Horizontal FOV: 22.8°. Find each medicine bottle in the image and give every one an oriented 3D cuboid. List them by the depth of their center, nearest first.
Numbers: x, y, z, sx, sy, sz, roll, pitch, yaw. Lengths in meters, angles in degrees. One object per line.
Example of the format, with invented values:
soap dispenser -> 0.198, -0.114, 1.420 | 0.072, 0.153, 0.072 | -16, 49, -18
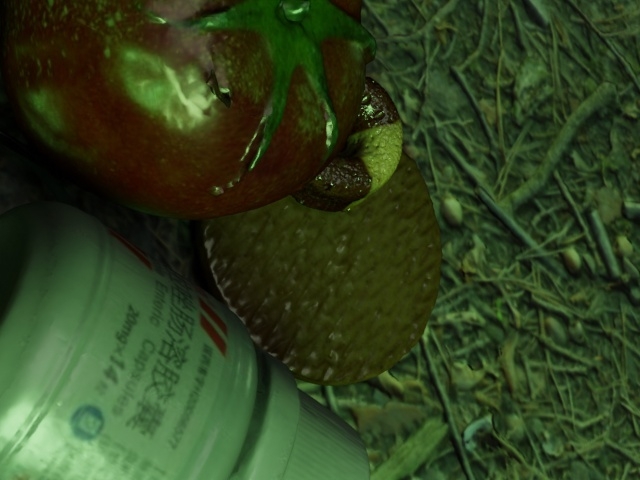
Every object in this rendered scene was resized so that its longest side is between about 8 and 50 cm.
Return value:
medicine bottle -> -0.140, 0.143, 1.119 | 0.306, 0.245, 0.245 | 36, 60, -26

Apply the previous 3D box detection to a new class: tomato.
tomato -> -0.111, -0.162, 1.208 | 0.303, 0.239, 0.304 | 11, 77, -56

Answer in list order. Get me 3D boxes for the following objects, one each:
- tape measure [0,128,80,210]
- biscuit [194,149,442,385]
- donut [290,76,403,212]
tape measure -> -0.305, -0.050, 1.156 | 0.330, 0.084, 0.164 | 46, 56, -26
biscuit -> 0.000, 0.000, 1.389 | 0.262, 0.037, 0.262 | 11, 70, -33
donut -> 0.008, -0.093, 1.364 | 0.140, 0.059, 0.141 | 8, 76, -32
